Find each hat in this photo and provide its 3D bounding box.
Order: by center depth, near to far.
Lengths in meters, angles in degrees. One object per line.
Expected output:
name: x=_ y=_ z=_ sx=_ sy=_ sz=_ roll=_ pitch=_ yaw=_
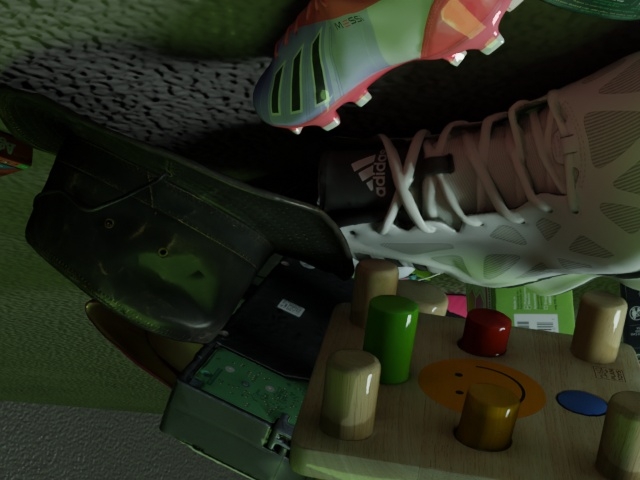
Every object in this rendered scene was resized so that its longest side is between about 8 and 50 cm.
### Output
hat: x=-0.142 y=0.004 z=0.871 sx=0.331 sy=0.134 sz=0.331 roll=22 pitch=169 yaw=5

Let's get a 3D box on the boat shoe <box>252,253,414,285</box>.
boat shoe: x=0.000 y=0.000 z=1.173 sx=0.226 sy=0.083 sz=0.076 roll=-7 pitch=136 yaw=24

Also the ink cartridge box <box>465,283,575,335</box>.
ink cartridge box: x=0.227 y=0.104 z=1.298 sx=0.097 sy=0.189 sz=0.255 roll=1 pitch=165 yaw=-8

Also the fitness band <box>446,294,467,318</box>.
fitness band: x=0.186 y=0.137 z=1.688 sx=0.208 sy=0.054 sz=0.291 roll=-10 pitch=163 yaw=23

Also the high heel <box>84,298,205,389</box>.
high heel: x=-0.173 y=0.153 z=1.233 sx=0.181 sy=0.127 sz=0.377 roll=5 pitch=-169 yaw=-20

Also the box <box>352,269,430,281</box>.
box: x=0.054 y=0.029 z=1.307 sx=0.178 sy=0.043 sz=0.109 roll=-9 pitch=163 yaw=32

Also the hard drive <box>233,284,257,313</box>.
hard drive: x=-0.111 y=0.070 z=1.257 sx=0.172 sy=0.054 sz=0.254 roll=15 pitch=-176 yaw=-44

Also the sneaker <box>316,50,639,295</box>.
sneaker: x=0.135 y=-0.036 z=0.836 sx=0.257 sy=0.169 sz=0.447 roll=1 pitch=167 yaw=-11

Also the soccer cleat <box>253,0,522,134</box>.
soccer cleat: x=0.021 y=-0.139 z=0.670 sx=0.095 sy=0.083 sz=0.248 roll=42 pitch=151 yaw=-23

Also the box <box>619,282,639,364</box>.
box: x=0.492 y=0.096 z=1.355 sx=0.165 sy=0.143 sz=0.270 roll=-7 pitch=164 yaw=25

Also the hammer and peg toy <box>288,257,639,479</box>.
hammer and peg toy: x=0.133 y=0.099 z=0.815 sx=0.265 sy=0.127 sz=0.361 roll=8 pitch=-161 yaw=6

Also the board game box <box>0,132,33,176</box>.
board game box: x=-0.405 y=-0.096 z=0.887 sx=0.145 sy=0.027 sz=0.281 roll=-10 pitch=162 yaw=36

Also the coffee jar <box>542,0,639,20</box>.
coffee jar: x=0.170 y=-0.178 z=0.490 sx=0.096 sy=0.079 sz=0.184 roll=8 pitch=164 yaw=-16

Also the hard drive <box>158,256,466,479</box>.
hard drive: x=0.024 y=0.126 z=0.972 sx=0.236 sy=0.064 sz=0.339 roll=24 pitch=-156 yaw=6

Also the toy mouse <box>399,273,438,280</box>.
toy mouse: x=0.073 y=0.058 z=1.210 sx=0.143 sy=0.031 sz=0.161 roll=-7 pitch=-179 yaw=6

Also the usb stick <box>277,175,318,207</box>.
usb stick: x=-0.096 y=0.005 z=1.096 sx=0.278 sy=0.045 sz=0.077 roll=-27 pitch=170 yaw=31
